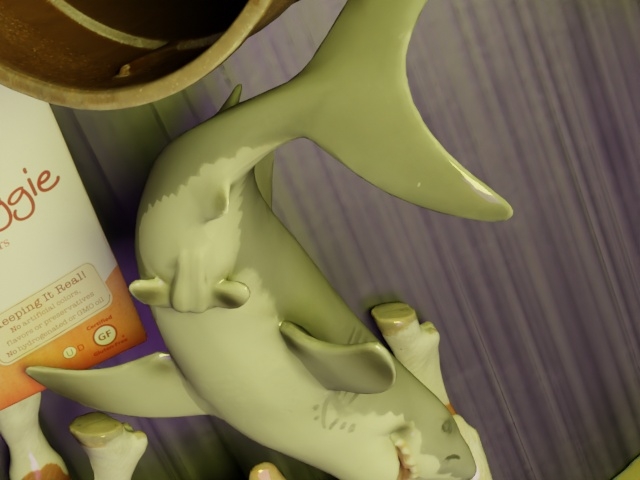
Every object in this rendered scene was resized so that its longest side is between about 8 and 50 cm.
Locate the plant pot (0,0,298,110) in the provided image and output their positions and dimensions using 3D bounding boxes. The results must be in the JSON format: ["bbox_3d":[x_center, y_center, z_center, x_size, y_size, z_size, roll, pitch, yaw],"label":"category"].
[{"bbox_3d":[-0.030,-0.139,0.567,0.165,0.167,0.167,-27,134,-52],"label":"plant pot"}]

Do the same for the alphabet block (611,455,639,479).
[{"bbox_3d":[0.262,0.182,0.869,0.193,0.197,0.192,-44,125,4],"label":"alphabet block"}]

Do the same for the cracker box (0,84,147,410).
[{"bbox_3d":[-0.174,-0.033,0.641,0.156,0.067,0.232,-26,123,-9],"label":"cracker box"}]

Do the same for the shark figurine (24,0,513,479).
[{"bbox_3d":[-0.017,-0.015,0.620,0.166,0.116,0.278,10,149,7],"label":"shark figurine"}]

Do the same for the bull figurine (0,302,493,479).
[{"bbox_3d":[-0.059,0.143,0.765,0.310,0.101,0.188,-11,114,-24],"label":"bull figurine"}]
